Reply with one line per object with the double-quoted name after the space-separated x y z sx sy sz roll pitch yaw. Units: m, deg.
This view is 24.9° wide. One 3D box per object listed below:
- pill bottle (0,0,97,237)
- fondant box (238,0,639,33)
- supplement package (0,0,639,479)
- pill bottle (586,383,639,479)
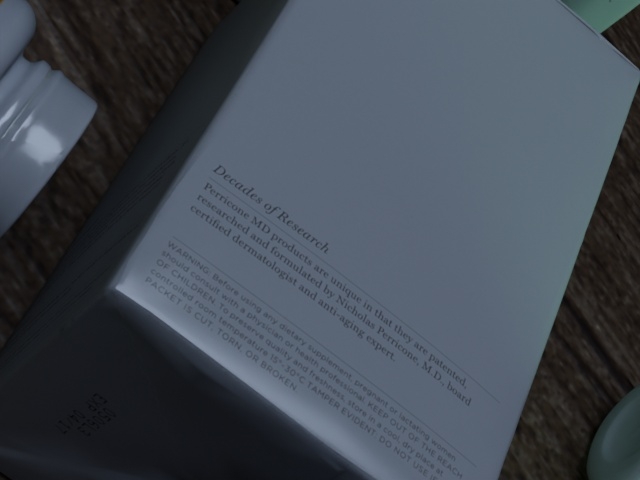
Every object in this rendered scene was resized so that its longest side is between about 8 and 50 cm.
-0.205 -0.091 0.613 0.215 0.117 0.117 38 50 -14 "pill bottle"
0.022 -0.222 0.763 0.330 0.238 0.096 38 49 -13 "fondant box"
0.000 0.000 0.670 0.175 0.177 0.293 37 51 -13 "supplement package"
0.230 0.149 0.816 0.152 0.086 0.086 40 50 -11 "pill bottle"
